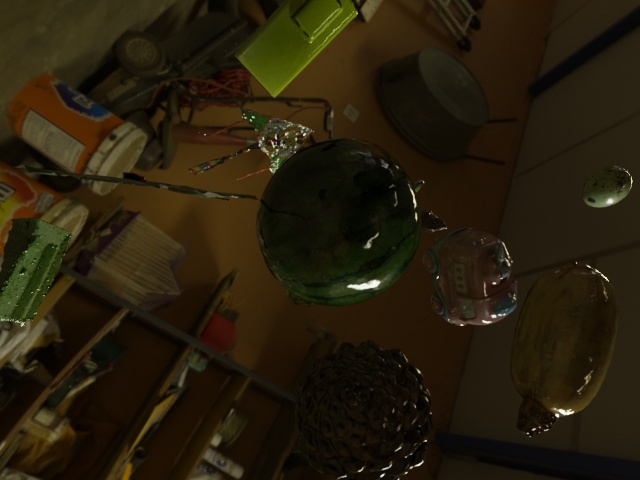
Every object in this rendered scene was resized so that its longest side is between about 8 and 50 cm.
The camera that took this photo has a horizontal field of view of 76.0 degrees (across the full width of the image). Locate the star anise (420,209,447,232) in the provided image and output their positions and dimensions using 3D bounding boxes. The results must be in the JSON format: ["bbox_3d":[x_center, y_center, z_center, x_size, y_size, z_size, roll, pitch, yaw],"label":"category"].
[{"bbox_3d":[0.304,-0.075,1.390,0.196,0.212,0.073,33,-60,56],"label":"star anise"}]

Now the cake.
[{"bbox_3d":[-0.652,0.067,0.926,0.099,0.100,0.236,-10,-113,20],"label":"cake"}]

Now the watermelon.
[{"bbox_3d":[0.032,-0.024,0.473,0.214,0.188,0.188,-21,-164,-3],"label":"watermelon"}]

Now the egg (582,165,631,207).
[{"bbox_3d":[0.656,-0.122,0.945,0.085,0.085,0.110,-62,176,-27],"label":"egg"}]

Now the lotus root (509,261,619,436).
[{"bbox_3d":[0.460,0.210,0.788,0.343,0.151,0.169,-70,-164,-11],"label":"lotus root"}]

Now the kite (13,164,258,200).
[{"bbox_3d":[-0.147,-0.052,0.386,0.249,0.229,0.012,16,-79,46],"label":"kite"}]

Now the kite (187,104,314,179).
[{"bbox_3d":[-0.128,-0.162,0.726,0.244,0.198,0.006,-16,-118,9],"label":"kite"}]

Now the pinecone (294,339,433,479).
[{"bbox_3d":[0.078,0.316,0.722,0.243,0.258,0.244,-9,-151,5],"label":"pinecone"}]

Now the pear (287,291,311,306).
[{"bbox_3d":[0.000,0.000,1.148,0.176,0.287,0.282,2,-144,37],"label":"pear"}]

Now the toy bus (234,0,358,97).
[{"bbox_3d":[-0.050,-0.438,0.862,0.262,0.128,0.150,-42,-155,10],"label":"toy bus"}]

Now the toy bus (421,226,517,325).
[{"bbox_3d":[0.445,0.113,1.172,0.197,0.295,0.231,-19,-164,-19],"label":"toy bus"}]
